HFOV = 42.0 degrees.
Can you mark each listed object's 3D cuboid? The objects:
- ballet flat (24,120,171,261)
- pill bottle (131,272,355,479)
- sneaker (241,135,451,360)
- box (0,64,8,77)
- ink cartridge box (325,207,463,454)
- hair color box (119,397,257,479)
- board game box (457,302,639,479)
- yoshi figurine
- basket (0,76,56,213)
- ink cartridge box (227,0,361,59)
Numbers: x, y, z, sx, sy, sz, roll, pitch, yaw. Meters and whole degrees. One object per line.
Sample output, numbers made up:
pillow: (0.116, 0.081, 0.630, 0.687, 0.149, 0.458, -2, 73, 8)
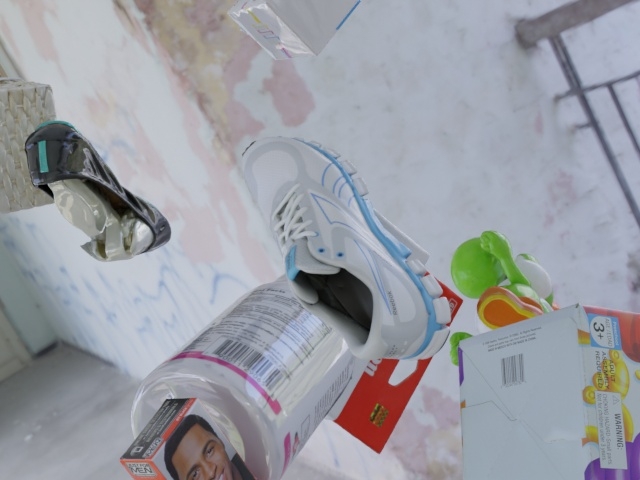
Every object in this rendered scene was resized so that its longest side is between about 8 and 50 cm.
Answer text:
ballet flat: (-0.273, -0.031, 1.031, 0.095, 0.280, 0.096, -18, 56, 13)
pill bottle: (-0.059, 0.141, 0.891, 0.160, 0.160, 0.283, -22, 9, 29)
sneaker: (0.000, 0.000, 0.531, 0.083, 0.190, 0.071, -6, -42, -51)
box: (-0.567, -0.241, 1.295, 0.164, 0.201, 0.021, -44, -29, 12)
ink cartridge box: (0.072, 0.128, 1.163, 0.275, 0.239, 0.060, -58, 19, -17)
hair color box: (-0.100, 0.208, 0.708, 0.043, 0.141, 0.072, -11, 30, 38)
board game box: (0.261, 0.146, 0.634, 0.276, 0.142, 0.144, 9, -20, -23)
yoshi figurine: (0.277, 0.094, 1.362, 0.204, 0.203, 0.362, -26, 8, 21)
basket: (-0.401, -0.120, 1.060, 0.103, 0.167, 0.113, 10, 20, 42)
ink cartridge box: (-0.038, -0.283, 1.012, 0.092, 0.090, 0.143, -53, 26, -9)
